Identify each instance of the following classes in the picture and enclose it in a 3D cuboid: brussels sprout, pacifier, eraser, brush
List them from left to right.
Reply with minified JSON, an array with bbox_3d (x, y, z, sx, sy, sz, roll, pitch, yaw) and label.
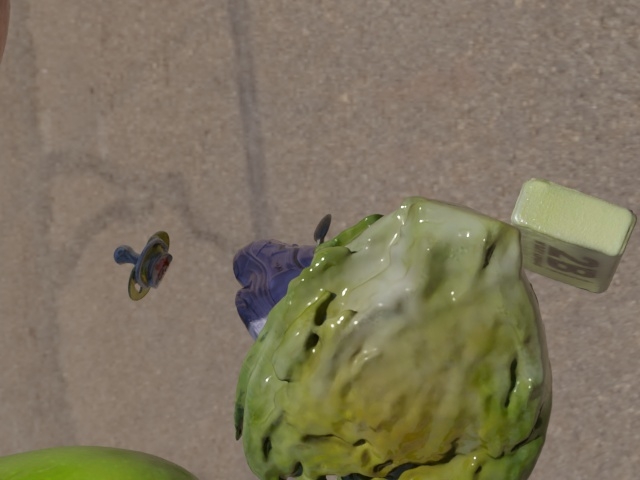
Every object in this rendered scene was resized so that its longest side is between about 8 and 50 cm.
[{"bbox_3d":[-0.199,0.022,1.108,0.064,0.068,0.083,19,70,18],"label":"pacifier"},{"bbox_3d":[0.000,0.000,0.954,0.024,0.008,0.083,-41,22,30],"label":"brush"},{"bbox_3d":[0.041,0.063,0.476,0.139,0.100,0.181,27,105,12],"label":"brussels sprout"},{"bbox_3d":[0.263,0.000,1.080,0.117,0.172,0.058,19,78,15],"label":"eraser"}]

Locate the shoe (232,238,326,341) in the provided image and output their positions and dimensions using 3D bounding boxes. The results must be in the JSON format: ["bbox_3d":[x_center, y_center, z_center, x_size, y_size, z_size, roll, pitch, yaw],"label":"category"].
[{"bbox_3d":[-0.029,0.041,1.246,0.138,0.245,0.095,-29,109,7],"label":"shoe"}]

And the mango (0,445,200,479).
[{"bbox_3d":[-0.196,0.217,0.675,0.343,0.192,0.155,-13,74,42],"label":"mango"}]

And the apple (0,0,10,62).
[{"bbox_3d":[-0.471,-0.188,0.878,0.364,0.364,0.363,7,99,45],"label":"apple"}]
